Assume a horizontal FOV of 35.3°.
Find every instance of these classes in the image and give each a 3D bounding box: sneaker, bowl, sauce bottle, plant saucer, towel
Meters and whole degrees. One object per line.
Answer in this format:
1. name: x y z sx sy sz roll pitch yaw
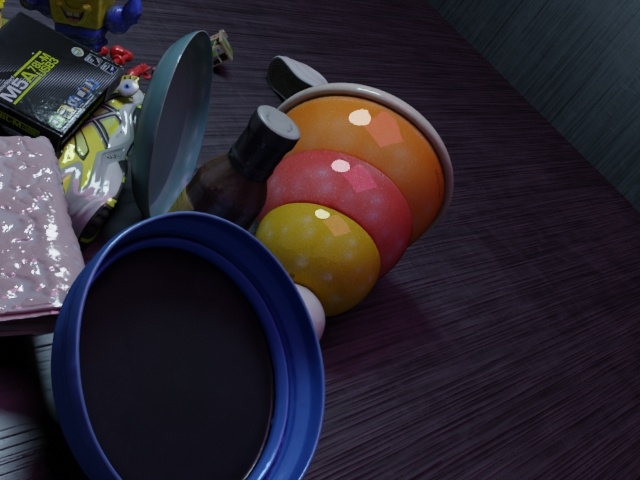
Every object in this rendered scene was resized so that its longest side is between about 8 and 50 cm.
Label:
1. sneaker: -0.366 -0.155 1.540 0.147 0.145 0.384 27 29 -19
2. sneaker: 0.001 -0.302 2.193 0.123 0.106 0.290 4 42 -42
3. bowl: -0.154 0.160 1.230 0.391 0.077 0.391 21 60 -43
4. sauce bottle: -0.148 -0.038 1.408 0.111 0.344 0.111 30 30 -19
5. plant saucer: -0.233 -0.174 1.573 0.044 0.317 0.317 13 30 5
6. towel: -0.461 -0.016 1.236 0.317 0.053 0.332 -2 46 -25

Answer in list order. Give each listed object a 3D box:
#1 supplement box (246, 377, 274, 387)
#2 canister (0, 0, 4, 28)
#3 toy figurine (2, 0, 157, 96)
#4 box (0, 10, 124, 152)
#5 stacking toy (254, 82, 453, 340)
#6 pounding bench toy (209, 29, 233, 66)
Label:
1. supplement box: -0.187 0.173 1.341 0.239 0.073 0.130 2 45 -48
2. canister: -0.526 -0.281 1.508 0.073 0.170 0.126 7 20 20
3. toy figurine: -0.394 -0.382 1.619 0.363 0.217 0.191 14 26 14
4. box: -0.412 -0.234 1.468 0.184 0.045 0.190 30 46 -1
5. stacking toy: 0.000 0.000 1.630 0.351 0.350 0.480 34 45 -7
6. pounding bench toy: -0.226 -0.407 2.127 0.083 0.065 0.052 -98 161 -52
